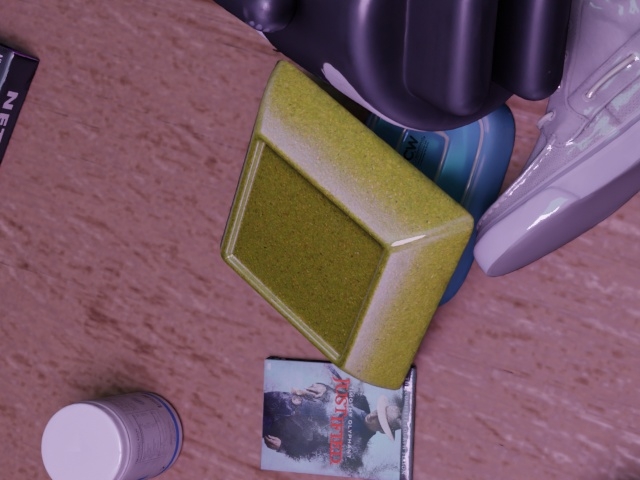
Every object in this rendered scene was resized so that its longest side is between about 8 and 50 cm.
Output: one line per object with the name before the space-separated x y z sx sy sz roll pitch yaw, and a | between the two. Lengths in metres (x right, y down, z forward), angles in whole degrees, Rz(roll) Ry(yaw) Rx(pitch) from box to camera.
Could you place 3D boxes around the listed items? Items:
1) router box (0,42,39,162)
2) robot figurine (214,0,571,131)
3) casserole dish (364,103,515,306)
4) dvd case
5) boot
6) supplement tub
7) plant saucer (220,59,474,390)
router box | -0.326 -0.094 1.200 0.133 0.046 0.179 24 97 19
robot figurine | 0.048 -0.180 0.962 0.173 0.209 0.278 -55 41 4
casserole dish | 0.069 -0.039 1.059 0.114 0.037 0.188 21 95 19
dvd case | 0.013 0.134 1.088 0.119 0.013 0.087 3 90 19
boot | 0.186 -0.095 0.997 0.258 0.095 0.123 -39 70 7
supplement tub | -0.157 0.153 1.099 0.071 0.107 0.071 0 89 20
plant saucer | 0.000 0.000 1.017 0.188 0.045 0.188 42 139 22
